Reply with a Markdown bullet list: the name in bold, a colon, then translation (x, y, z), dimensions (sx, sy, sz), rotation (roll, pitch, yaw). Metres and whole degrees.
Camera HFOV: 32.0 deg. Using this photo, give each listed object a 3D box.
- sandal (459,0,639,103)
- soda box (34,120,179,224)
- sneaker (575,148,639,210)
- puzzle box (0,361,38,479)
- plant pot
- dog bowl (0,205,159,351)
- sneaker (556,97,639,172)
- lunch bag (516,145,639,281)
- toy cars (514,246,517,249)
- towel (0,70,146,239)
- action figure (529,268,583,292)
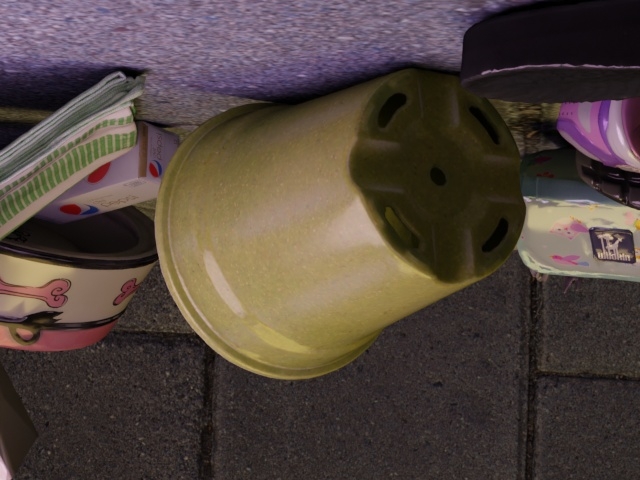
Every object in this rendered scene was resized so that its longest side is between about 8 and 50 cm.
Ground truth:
- **sandal**: translation (0.283, -0.090, 0.637), dimensions (0.446, 0.107, 0.167), rotation (0, 177, 45)
- **soda box**: translation (-0.268, -0.079, 1.344), dimensions (0.216, 0.074, 0.069), rotation (-12, 161, 35)
- **sneaker**: translation (0.380, -0.074, 1.060), dimensions (0.267, 0.101, 0.106), rotation (2, 180, 23)
- **puzzle box**: translation (-0.389, 0.033, 1.044), dimensions (0.052, 0.409, 0.272), rotation (-27, -178, -9)
- **plant pot**: translation (0.032, -0.029, 0.986), dimensions (0.276, 0.276, 0.254), rotation (4, 165, -33)
- **dog bowl**: translation (-0.424, 0.010, 1.496), dimensions (0.408, 0.150, 0.408), rotation (19, -167, -5)
- **sneaker**: translation (0.286, -0.091, 0.936), dimensions (0.236, 0.095, 0.104), rotation (11, 177, -39)
- **lunch bag**: translation (0.340, -0.034, 1.240), dimensions (0.223, 0.160, 0.262), rotation (6, -178, 23)
- **toy cars**: translation (0.198, -0.032, 1.725), dimensions (0.176, 0.087, 0.394), rotation (22, 172, -42)
- **towel**: translation (-0.276, -0.063, 1.085), dimensions (0.248, 0.038, 0.325), rotation (-36, -176, -10)
- **action figure**: translation (0.256, -0.031, 1.468), dimensions (0.285, 0.099, 0.185), rotation (15, -140, -6)
